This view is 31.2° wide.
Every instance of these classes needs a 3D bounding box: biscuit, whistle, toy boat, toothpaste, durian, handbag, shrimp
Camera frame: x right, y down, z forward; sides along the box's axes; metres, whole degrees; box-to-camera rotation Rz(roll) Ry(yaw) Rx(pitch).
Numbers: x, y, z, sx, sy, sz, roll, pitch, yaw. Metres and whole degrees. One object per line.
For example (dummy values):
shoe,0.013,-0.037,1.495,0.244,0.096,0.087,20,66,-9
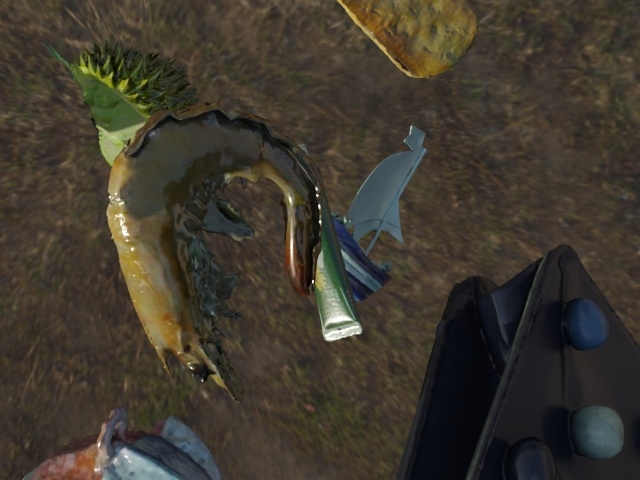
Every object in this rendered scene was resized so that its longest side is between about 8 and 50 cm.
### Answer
biscuit,0.095,-0.292,1.374,0.118,0.029,0.247,-45,125,6
whistle,-0.122,0.239,0.723,0.134,0.142,0.346,0,124,-6
toy boat,0.101,-0.051,1.825,0.291,0.067,0.220,-58,140,-8
toothpaste,0.000,0.000,1.161,0.049,0.031,0.204,-18,82,36
durian,-0.244,-0.160,1.602,0.170,0.355,0.157,-14,66,1
handbag,0.183,0.193,0.726,0.118,0.269,0.325,-22,121,38
shrimp,-0.071,0.007,0.896,0.173,0.058,0.253,-23,118,-4
